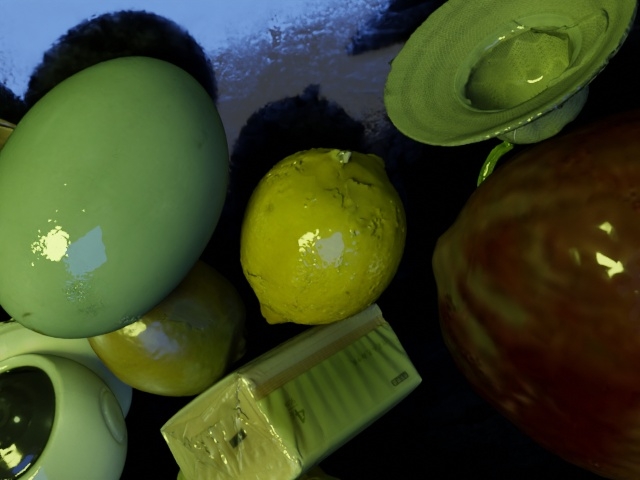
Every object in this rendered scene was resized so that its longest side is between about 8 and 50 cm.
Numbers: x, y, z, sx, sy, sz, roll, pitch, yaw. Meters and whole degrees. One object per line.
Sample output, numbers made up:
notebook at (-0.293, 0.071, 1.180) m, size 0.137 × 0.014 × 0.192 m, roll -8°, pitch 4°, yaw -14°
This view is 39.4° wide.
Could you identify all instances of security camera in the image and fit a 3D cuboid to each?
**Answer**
security camera at (-0.295, 0.205, 0.940) m, size 0.194 × 0.236 × 0.195 m, roll -4°, pitch 120°, yaw -7°

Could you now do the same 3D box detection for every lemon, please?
lemon at (0.000, 0.000, 0.921) m, size 0.173 × 0.173 × 0.206 m, roll 25°, pitch 110°, yaw -21°

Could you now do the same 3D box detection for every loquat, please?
loquat at (-0.168, 0.085, 0.948) m, size 0.195 × 0.152 × 0.152 m, roll 22°, pitch 112°, yaw -16°

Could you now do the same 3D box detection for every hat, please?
hat at (0.192, -0.151, 0.849) m, size 0.252 × 0.252 × 0.110 m, roll -36°, pitch 126°, yaw 9°

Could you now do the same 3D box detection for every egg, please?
egg at (-0.194, -0.042, 0.824) m, size 0.203 × 0.203 × 0.283 m, roll 34°, pitch 64°, yaw -24°

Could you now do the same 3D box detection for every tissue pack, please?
tissue pack at (-0.027, 0.175, 0.948) m, size 0.159 × 0.234 × 0.125 m, roll -40°, pitch 78°, yaw 38°

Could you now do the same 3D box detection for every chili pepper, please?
chili pepper at (0.195, -0.078, 1.005) m, size 0.030 × 0.017 × 0.083 m, roll 17°, pitch 112°, yaw -20°

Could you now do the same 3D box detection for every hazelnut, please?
hazelnut at (0.317, 0.058, 0.914) m, size 0.420 × 0.353 × 0.421 m, roll -2°, pitch 145°, yaw -1°

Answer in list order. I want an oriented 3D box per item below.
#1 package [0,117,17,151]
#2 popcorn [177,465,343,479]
package at (-0.427, 0.018, 0.858) m, size 0.221 × 0.165 × 0.311 m, roll 23°, pitch 112°, yaw -21°
popcorn at (-0.050, 0.429, 1.085) m, size 0.292 × 0.293 × 0.334 m, roll 11°, pitch 99°, yaw -17°
